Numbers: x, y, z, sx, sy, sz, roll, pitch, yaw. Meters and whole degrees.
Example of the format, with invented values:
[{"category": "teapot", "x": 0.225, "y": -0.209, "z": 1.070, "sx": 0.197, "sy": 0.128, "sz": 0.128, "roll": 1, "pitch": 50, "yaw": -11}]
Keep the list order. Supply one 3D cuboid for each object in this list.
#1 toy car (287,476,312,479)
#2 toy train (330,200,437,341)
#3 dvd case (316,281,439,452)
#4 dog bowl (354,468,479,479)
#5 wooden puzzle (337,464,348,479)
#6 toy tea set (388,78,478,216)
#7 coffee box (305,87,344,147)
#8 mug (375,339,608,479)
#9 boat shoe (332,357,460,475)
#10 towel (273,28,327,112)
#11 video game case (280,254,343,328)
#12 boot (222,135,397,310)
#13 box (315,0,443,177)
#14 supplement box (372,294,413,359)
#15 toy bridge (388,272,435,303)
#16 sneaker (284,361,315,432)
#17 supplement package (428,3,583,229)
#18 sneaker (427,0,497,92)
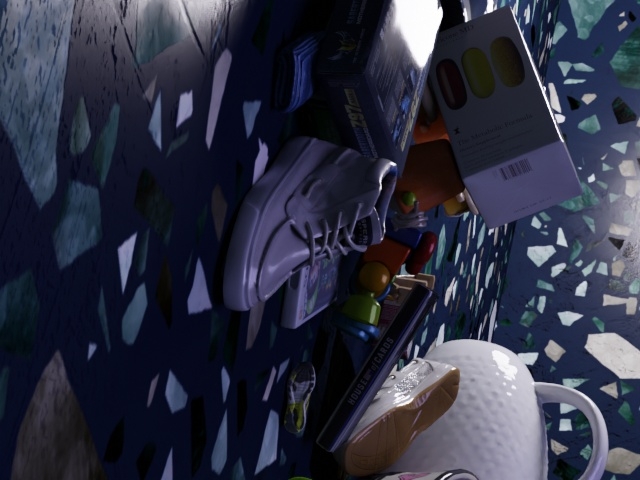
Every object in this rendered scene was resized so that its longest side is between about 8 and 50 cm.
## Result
[{"category": "toy car", "x": -0.033, "y": 0.387, "z": 1.612, "sx": 0.188, "sy": 0.149, "sz": 0.155, "roll": -48, "pitch": 158, "yaw": -46}, {"category": "toy train", "x": 0.068, "y": 0.037, "z": 1.748, "sx": 0.248, "sy": 0.105, "sz": 0.143, "roll": 108, "pitch": 6, "yaw": -80}, {"category": "dvd case", "x": 0.077, "y": 0.163, "z": 1.905, "sx": 0.239, "sy": 0.029, "sz": 0.179, "roll": -57, "pitch": 172, "yaw": 1}, {"category": "dog bowl", "x": 0.099, "y": 0.509, "z": 2.057, "sx": 0.408, "sy": 0.150, "sz": 0.408, "roll": -27, "pitch": 121, "yaw": -57}, {"category": "wooden puzzle", "x": 0.044, "y": 0.308, "z": 2.128, "sx": 0.116, "sy": 0.014, "sz": 0.079, "roll": -54, "pitch": 152, "yaw": -63}, {"category": "toy tea set", "x": 0.130, "y": -0.112, "z": 2.034, "sx": 0.336, "sy": 0.124, "sz": 0.200, "roll": 35, "pitch": 37, "yaw": -72}, {"category": "coffee box", "x": 0.031, "y": -0.185, "z": 1.621, "sx": 0.113, "sy": 0.040, "sz": 0.184, "roll": 79, "pitch": 24, "yaw": -55}, {"category": "mug", "x": 0.280, "y": 0.339, "z": 2.381, "sx": 0.276, "sy": 0.374, "sz": 0.328, "roll": 57, "pitch": 36, "yaw": -47}, {"category": "boat shoe", "x": 0.092, "y": 0.248, "z": 2.113, "sx": 0.277, "sy": 0.096, "sz": 0.098, "roll": -28, "pitch": 131, "yaw": -47}, {"category": "towel", "x": -0.016, "y": -0.169, "z": 1.458, "sx": 0.119, "sy": 0.029, "sz": 0.067, "roll": -52, "pitch": 150, "yaw": -65}, {"category": "video game case", "x": 0.000, "y": 0.000, "z": 1.676, "sx": 0.190, "sy": 0.022, "sz": 0.173, "roll": -28, "pitch": 127, "yaw": -74}, {"category": "boot", "x": -0.002, "y": -0.016, "z": 1.425, "sx": 0.258, "sy": 0.123, "sz": 0.095, "roll": -64, "pitch": 160, "yaw": -49}, {"category": "box", "x": 0.067, "y": -0.210, "z": 1.549, "sx": 0.183, "sy": 0.059, "sz": 0.233, "roll": 64, "pitch": 36, "yaw": -54}, {"category": "supplement box", "x": 0.114, "y": 0.130, "z": 2.194, "sx": 0.043, "sy": 0.055, "sz": 0.083, "roll": 72, "pitch": 32, "yaw": -64}, {"category": "toy bridge", "x": 0.126, "y": 0.069, "z": 2.179, "sx": 0.188, "sy": 0.063, "sz": 0.026, "roll": -23, "pitch": 123, "yaw": -76}, {"category": "sneaker", "x": -0.026, "y": 0.179, "z": 1.701, "sx": 0.035, "sy": 0.031, "sz": 0.083, "roll": -90, "pitch": -166, "yaw": -87}, {"category": "supplement package", "x": 0.235, "y": -0.164, "z": 1.938, "sx": 0.134, "sy": 0.139, "sz": 0.244, "roll": 54, "pitch": 17, "yaw": -53}, {"category": "sneaker", "x": 0.211, "y": -0.305, "z": 2.082, "sx": 0.131, "sy": 0.112, "sz": 0.319, "roll": -51, "pitch": 158, "yaw": -21}]
